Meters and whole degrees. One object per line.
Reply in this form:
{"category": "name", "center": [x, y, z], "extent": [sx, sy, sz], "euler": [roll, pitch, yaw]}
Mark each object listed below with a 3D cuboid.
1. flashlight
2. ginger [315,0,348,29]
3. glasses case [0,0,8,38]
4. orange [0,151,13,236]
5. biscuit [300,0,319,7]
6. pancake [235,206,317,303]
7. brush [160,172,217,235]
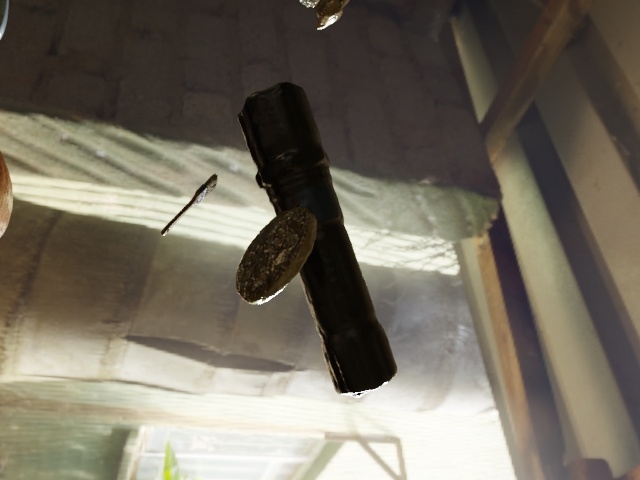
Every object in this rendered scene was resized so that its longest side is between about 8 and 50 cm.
{"category": "flashlight", "center": [0.000, 0.000, 0.908], "extent": [0.424, 0.103, 0.103], "euler": [70, -21, 5]}
{"category": "ginger", "center": [0.035, -0.581, 1.638], "extent": [0.131, 0.086, 0.295], "euler": [-33, -152, 20]}
{"category": "glasses case", "center": [-0.473, -0.366, 0.979], "extent": [0.067, 0.045, 0.179], "euler": [-30, -115, 49]}
{"category": "orange", "center": [-0.564, -0.086, 0.936], "extent": [0.226, 0.284, 0.284], "euler": [-53, -178, -28]}
{"category": "biscuit", "center": [0.041, -0.423, 0.909], "extent": [0.265, 0.040, 0.188], "euler": [-54, -168, 31]}
{"category": "pancake", "center": [-0.055, 0.015, 0.814], "extent": [0.139, 0.022, 0.140], "euler": [-37, -147, 29]}
{"category": "brush", "center": [-0.241, -0.064, 1.262], "extent": [0.170, 0.014, 0.043], "euler": [-54, 174, -39]}
